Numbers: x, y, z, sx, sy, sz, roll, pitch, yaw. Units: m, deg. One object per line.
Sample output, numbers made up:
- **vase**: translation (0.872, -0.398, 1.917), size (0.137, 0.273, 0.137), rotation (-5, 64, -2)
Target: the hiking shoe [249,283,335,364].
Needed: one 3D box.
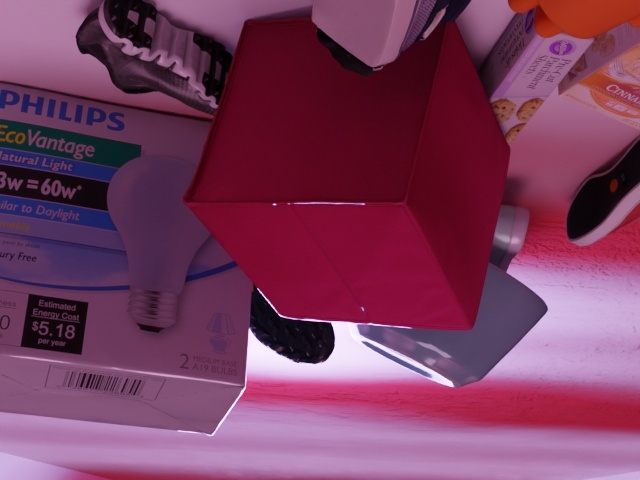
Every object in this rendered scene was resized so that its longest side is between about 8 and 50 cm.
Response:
- **hiking shoe**: translation (-0.074, 0.078, 1.757), size (0.113, 0.304, 0.132), rotation (-51, 151, 6)

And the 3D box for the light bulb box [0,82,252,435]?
- **light bulb box**: translation (-0.274, 0.030, 1.489), size (0.357, 0.361, 0.225), rotation (9, 153, -15)

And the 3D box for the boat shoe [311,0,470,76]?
- **boat shoe**: translation (0.101, -0.316, 1.035), size (0.127, 0.158, 0.341), rotation (40, 137, 17)

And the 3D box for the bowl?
- **bowl**: translation (0.158, 0.106, 1.711), size (0.311, 0.163, 0.311), rotation (26, 170, 5)

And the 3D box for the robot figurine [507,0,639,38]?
- **robot figurine**: translation (0.277, -0.269, 1.083), size (0.219, 0.158, 0.128), rotation (-22, -175, 42)

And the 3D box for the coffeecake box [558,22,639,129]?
- **coffeecake box**: translation (0.377, -0.204, 1.287), size (0.142, 0.068, 0.185), rotation (17, 150, -28)

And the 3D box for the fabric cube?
- **fabric cube**: translation (0.041, -0.074, 1.295), size (0.259, 0.254, 0.258), rotation (2, 150, 26)

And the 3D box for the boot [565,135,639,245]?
- **boot**: translation (0.461, -0.052, 1.594), size (0.176, 0.088, 0.244), rotation (10, 150, -21)

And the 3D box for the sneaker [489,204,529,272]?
- **sneaker**: translation (0.212, -0.007, 1.713), size (0.151, 0.094, 0.256), rotation (14, 162, 4)

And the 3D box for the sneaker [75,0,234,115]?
- **sneaker**: translation (-0.180, -0.199, 1.332), size (0.106, 0.078, 0.234), rotation (-17, 146, 40)

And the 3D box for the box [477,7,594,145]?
- **box**: translation (0.219, -0.176, 1.363), size (0.067, 0.063, 0.324), rotation (8, 154, -12)
